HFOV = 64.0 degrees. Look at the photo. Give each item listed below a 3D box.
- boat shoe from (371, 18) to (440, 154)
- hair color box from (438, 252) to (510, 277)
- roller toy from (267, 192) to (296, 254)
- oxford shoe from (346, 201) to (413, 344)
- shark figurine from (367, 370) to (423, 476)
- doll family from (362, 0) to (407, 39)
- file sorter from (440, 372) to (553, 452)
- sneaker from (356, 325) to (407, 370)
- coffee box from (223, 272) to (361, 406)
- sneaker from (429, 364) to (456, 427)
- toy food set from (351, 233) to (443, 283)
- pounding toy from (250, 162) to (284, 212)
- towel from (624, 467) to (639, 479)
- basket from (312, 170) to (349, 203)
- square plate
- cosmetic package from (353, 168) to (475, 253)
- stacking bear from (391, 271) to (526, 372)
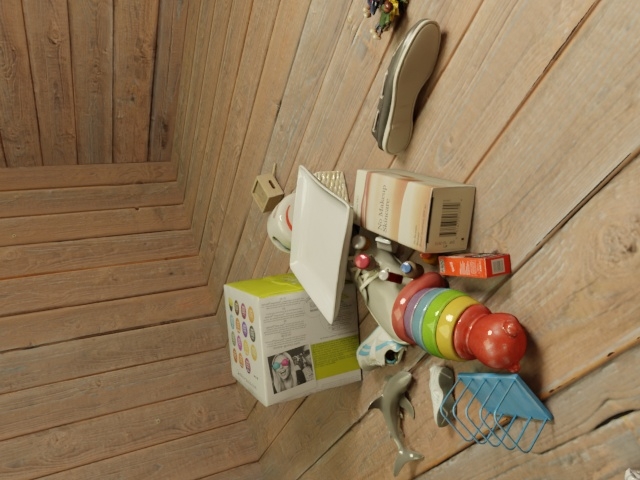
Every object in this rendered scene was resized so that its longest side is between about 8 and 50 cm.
[{"bbox_3d":[0.186,-0.365,1.221,0.095,0.112,0.335,52,144,38],"label":"boat shoe"},{"bbox_3d":[0.326,0.051,1.094,0.141,0.072,0.043,-2,95,62],"label":"hair color box"},{"bbox_3d":[-0.077,-0.056,1.722,0.146,0.191,0.209,-35,66,61],"label":"roller toy"},{"bbox_3d":[0.137,0.077,1.374,0.169,0.130,0.449,-42,57,29],"label":"oxford shoe"},{"bbox_3d":[0.188,0.490,1.432,0.166,0.116,0.278,6,100,64],"label":"shark figurine"},{"bbox_3d":[0.158,-0.593,1.261,0.111,0.076,0.193,118,140,-56],"label":"doll family"},{"bbox_3d":[0.348,0.348,1.040,0.118,0.104,0.170,48,152,-8],"label":"file sorter"},{"bbox_3d":[0.170,0.319,1.445,0.229,0.087,0.092,115,146,-46],"label":"sneaker"},{"bbox_3d":[-0.098,0.296,1.691,0.337,0.338,0.334,6,101,62],"label":"coffee box"},{"bbox_3d":[0.297,0.381,1.264,0.061,0.053,0.152,-175,85,-72],"label":"sneaker"},{"bbox_3d":[0.165,0.042,1.236,0.232,0.104,0.111,17,90,27],"label":"toy food set"},{"bbox_3d":[-0.208,-0.213,2.069,0.141,0.100,0.130,59,147,19],"label":"pounding toy"},{"bbox_3d":[0.559,0.470,0.698,0.283,0.121,0.235,24,120,57],"label":"towel"},{"bbox_3d":[0.018,-0.131,1.606,0.103,0.113,0.167,-24,76,60],"label":"basket"},{"bbox_3d":[0.000,0.000,1.442,0.347,0.049,0.344,-132,43,-56],"label":"square plate"},{"bbox_3d":[0.209,-0.080,1.220,0.296,0.129,0.153,26,116,59],"label":"cosmetic package"},{"bbox_3d":[0.303,0.185,1.091,0.289,0.164,0.175,13,111,56],"label":"stacking bear"}]
